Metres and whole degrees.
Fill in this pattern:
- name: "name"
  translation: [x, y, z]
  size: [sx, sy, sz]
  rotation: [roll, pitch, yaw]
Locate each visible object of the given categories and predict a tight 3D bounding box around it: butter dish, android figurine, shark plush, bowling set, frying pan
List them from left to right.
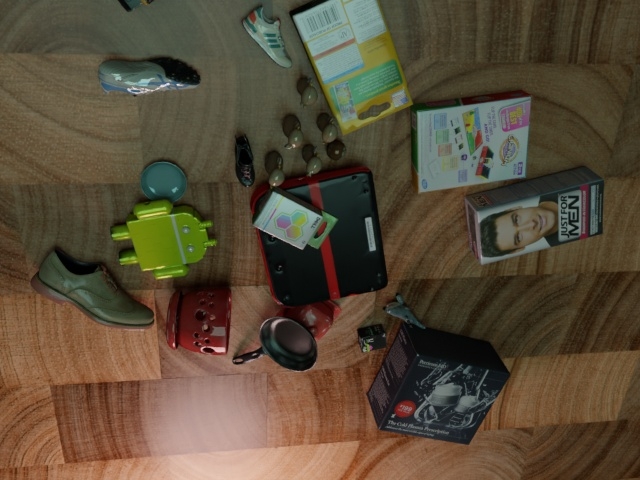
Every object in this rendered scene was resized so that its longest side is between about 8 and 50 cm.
- name: "android figurine"
  translation: [-0.424, -0.003, 1.726]
  size: [0.273, 0.056, 0.248]
  rotation: [-7, 124, -4]
- name: "frying pan"
  translation: [-0.121, 0.339, 1.901]
  size: [0.197, 0.053, 0.326]
  rotation: [40, 131, 2]
- name: "butter dish"
  translation: [-0.032, 0.248, 1.899]
  size: [0.160, 0.118, 0.160]
  rotation: [36, 107, -25]
- name: "bowling set"
  translation: [-0.010, -0.256, 1.612]
  size: [0.200, 0.154, 0.287]
  rotation: [15, 115, -17]
- name: "shark plush"
  translation: [0.260, 0.242, 1.975]
  size: [0.073, 0.067, 0.161]
  rotation: [-38, 117, 11]

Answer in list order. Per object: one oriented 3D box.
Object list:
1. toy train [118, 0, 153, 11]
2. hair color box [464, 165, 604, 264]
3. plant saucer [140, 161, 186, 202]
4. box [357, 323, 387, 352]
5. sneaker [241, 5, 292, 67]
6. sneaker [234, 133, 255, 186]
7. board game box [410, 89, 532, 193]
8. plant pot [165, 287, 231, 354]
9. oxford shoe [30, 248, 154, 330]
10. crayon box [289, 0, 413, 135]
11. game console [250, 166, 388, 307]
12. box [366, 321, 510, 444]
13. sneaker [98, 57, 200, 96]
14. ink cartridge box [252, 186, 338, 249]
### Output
- name: "toy train"
  translation: [-0.428, -0.657, 1.342]
  size: [0.190, 0.142, 0.334]
  rotation: [-29, 119, 17]
- name: "hair color box"
  translation: [0.624, -0.074, 1.844]
  size: [0.375, 0.113, 0.185]
  rotation: [-14, 119, -1]
- name: "plant saucer"
  translation: [-0.415, -0.156, 1.671]
  size: [0.120, 0.021, 0.119]
  rotation: [-4, 118, -7]
- name: "box"
  translation: [0.164, 0.311, 2.004]
  size: [0.083, 0.052, 0.062]
  rotation: [-11, 120, -5]
- name: "sneaker"
  translation: [-0.112, -0.492, 1.524]
  size: [0.075, 0.057, 0.161]
  rotation: [-39, 115, 18]
- name: "sneaker"
  translation: [-0.200, -0.205, 1.644]
  size: [0.051, 0.089, 0.170]
  rotation: [-7, 118, -6]
- name: "board game box"
  translation: [0.410, -0.269, 1.730]
  size: [0.317, 0.064, 0.242]
  rotation: [-8, 119, -6]
- name: "plant pot"
  translation: [-0.344, 0.227, 1.795]
  size: [0.174, 0.191, 0.191]
  rotation: [5, 117, -6]
- name: "oxford shoe"
  translation: [-0.607, 0.141, 1.743]
  size: [0.348, 0.123, 0.130]
  rotation: [27, 105, -23]
- name: "crayon box"
  translation: [0.080, -0.451, 1.565]
  size: [0.203, 0.083, 0.322]
  rotation: [-24, 118, 3]
- name: "game console"
  translation: [0.000, 0.000, 1.767]
  size: [0.342, 0.060, 0.386]
  rotation: [-12, 116, -2]
- name: "box"
  translation: [0.376, 0.470, 2.055]
  size: [0.343, 0.179, 0.312]
  rotation: [14, 113, -17]
- name: "sneaker"
  translation: [-0.411, -0.389, 1.523]
  size: [0.237, 0.085, 0.086]
  rotation: [0, 144, -14]
- name: "ink cartridge box"
  translation: [-0.064, -0.050, 1.667]
  size: [0.209, 0.062, 0.109]
  rotation: [27, 108, -19]
